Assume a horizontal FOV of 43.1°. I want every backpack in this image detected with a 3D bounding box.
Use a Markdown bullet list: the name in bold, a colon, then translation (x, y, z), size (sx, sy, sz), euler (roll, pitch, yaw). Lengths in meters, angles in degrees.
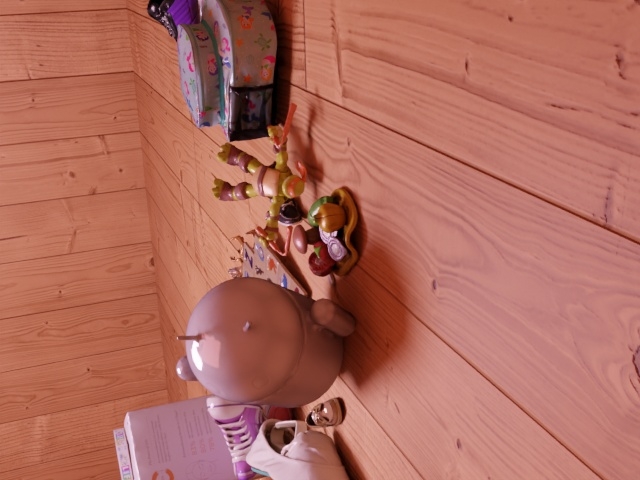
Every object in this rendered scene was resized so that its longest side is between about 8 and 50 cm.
- **backpack**: translation (-0.171, -0.340, 1.536), size (0.225, 0.191, 0.253), euler (-118, 32, -45)

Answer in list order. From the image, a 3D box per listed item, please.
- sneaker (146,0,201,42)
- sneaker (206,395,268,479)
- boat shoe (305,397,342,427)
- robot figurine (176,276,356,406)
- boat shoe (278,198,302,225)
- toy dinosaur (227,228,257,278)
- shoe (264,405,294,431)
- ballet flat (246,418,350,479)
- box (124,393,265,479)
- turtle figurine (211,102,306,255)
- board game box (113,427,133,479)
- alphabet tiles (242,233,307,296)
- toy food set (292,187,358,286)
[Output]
- **sneaker**: translation (-0.354, -0.550, 1.998), size (0.102, 0.146, 0.293), euler (-123, 31, -49)
- **sneaker**: translation (-0.168, 0.432, 1.766), size (0.282, 0.102, 0.161), euler (58, -154, -60)
- **boat shoe**: translation (0.006, 0.331, 1.528), size (0.135, 0.045, 0.050), euler (119, 138, -61)
- **robot figurine**: translation (-0.090, 0.174, 1.352), size (0.353, 0.300, 0.200), euler (31, -144, -63)
- **boat shoe**: translation (-0.065, -0.063, 1.557), size (0.125, 0.046, 0.038), euler (-121, 23, -65)
- **toy dinosaur**: translation (-0.149, 0.033, 1.846), size (0.211, 0.064, 0.112), euler (-26, 86, 57)
- **shoe**: translation (-0.079, 0.422, 1.794), size (0.081, 0.063, 0.178), euler (-123, 25, -46)
- **ballet flat**: translation (-0.042, 0.422, 1.582), size (0.400, 0.139, 0.139), euler (-5, 93, 65)
- **box**: translation (-0.287, 0.501, 1.982), size (0.168, 0.345, 0.215), euler (125, 133, -63)
- **turtle figurine**: translation (-0.097, -0.121, 1.467), size (0.217, 0.087, 0.269), euler (16, 110, 42)
- **board game box**: translation (-0.478, 0.551, 1.981), size (0.103, 0.026, 0.154), euler (-150, 52, -70)
- **alphabet tiles**: translation (-0.091, 0.160, 1.714), size (0.342, 0.011, 0.285), euler (47, 142, 46)
- **toy food set**: translation (0.000, 0.000, 1.356), size (0.218, 0.071, 0.128), euler (121, 137, -62)
